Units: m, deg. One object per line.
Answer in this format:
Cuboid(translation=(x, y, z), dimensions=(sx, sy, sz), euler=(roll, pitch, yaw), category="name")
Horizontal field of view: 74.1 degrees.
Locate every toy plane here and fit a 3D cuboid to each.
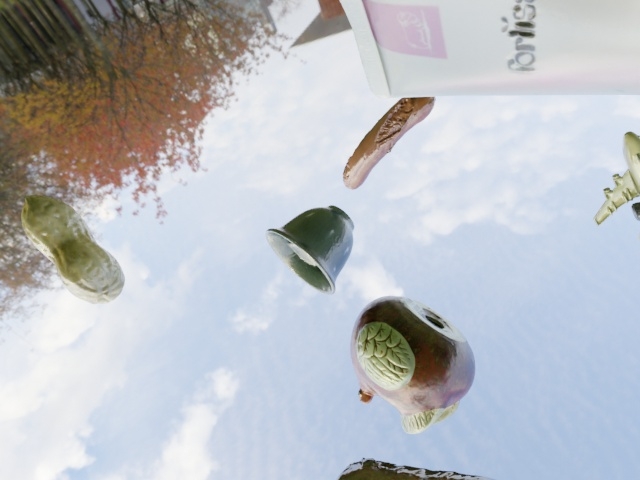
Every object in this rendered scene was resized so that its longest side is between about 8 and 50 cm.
Cuboid(translation=(0.641, -0.104, 0.820), dimensions=(0.229, 0.244, 0.092), euler=(-24, -151, 37), category="toy plane")

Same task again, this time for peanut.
Cuboid(translation=(-0.361, 0.012, 0.617), dimensions=(0.082, 0.187, 0.082), euler=(-35, -177, 2), category="peanut")

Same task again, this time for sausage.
Cuboid(translation=(0.147, -0.239, 1.025), dimensions=(0.326, 0.087, 0.079), euler=(-46, -126, 46), category="sausage")

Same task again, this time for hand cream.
Cuboid(translation=(0.165, -0.159, 0.274), dimensions=(0.358, 0.185, 0.118), euler=(13, -112, 33), category="hand cream")

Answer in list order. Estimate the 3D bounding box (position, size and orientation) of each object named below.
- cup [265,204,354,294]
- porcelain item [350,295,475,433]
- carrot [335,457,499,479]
Cuboid(translation=(0.000, 0.000, 0.939), dimensions=(0.150, 0.199, 0.199), euler=(-47, -139, -19), category="cup")
Cuboid(translation=(0.154, 0.236, 0.808), dimensions=(0.252, 0.253, 0.253), euler=(-16, -142, 14), category="porcelain item")
Cuboid(translation=(0.132, 0.232, 0.353), dimensions=(0.298, 0.078, 0.078), euler=(-19, -146, 39), category="carrot")
